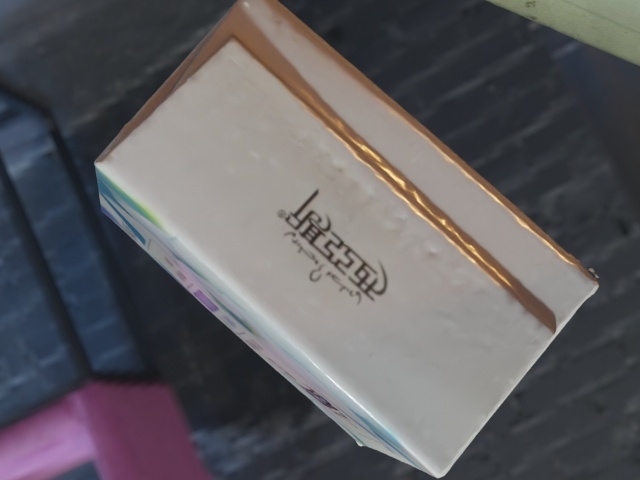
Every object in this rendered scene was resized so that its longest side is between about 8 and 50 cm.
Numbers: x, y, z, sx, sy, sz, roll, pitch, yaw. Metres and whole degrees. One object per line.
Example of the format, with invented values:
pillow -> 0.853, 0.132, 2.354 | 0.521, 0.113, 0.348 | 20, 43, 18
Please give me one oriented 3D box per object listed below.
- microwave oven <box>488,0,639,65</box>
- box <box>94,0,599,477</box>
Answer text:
microwave oven -> 0.266, -0.319, 1.259 | 0.333, 0.247, 0.394 | 22, 148, -16
box -> -0.002, 0.002, 0.967 | 0.116, 0.203, 0.274 | -49, -177, -6
